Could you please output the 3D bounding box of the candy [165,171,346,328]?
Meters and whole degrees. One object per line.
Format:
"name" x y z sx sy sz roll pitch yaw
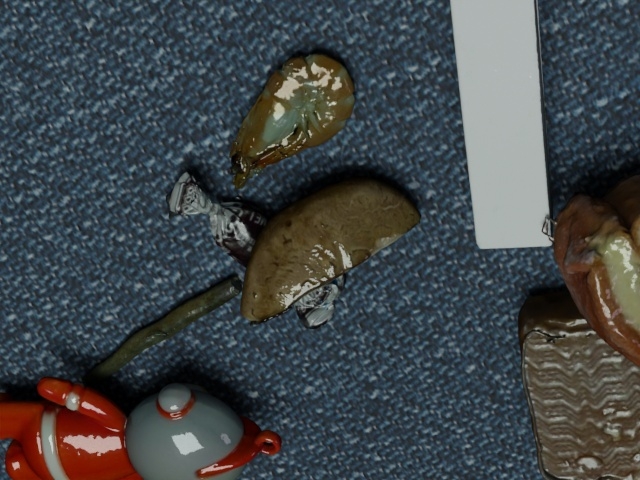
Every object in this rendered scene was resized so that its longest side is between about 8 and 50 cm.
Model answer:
"candy" -0.069 0.009 1.919 0.226 0.051 0.094 41 122 -18

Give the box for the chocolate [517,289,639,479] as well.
"chocolate" 0.290 0.152 1.932 0.148 0.093 0.214 -5 121 13

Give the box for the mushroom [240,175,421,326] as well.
"mushroom" -0.001 0.000 1.855 0.209 0.072 0.094 -28 90 -2

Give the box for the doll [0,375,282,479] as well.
"doll" -0.204 0.219 2.048 0.336 0.105 0.200 -1 131 18

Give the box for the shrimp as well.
"shrimp" -0.037 -0.113 1.838 0.091 0.043 0.184 36 120 -19

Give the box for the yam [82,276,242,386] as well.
"yam" -0.178 0.102 2.008 0.234 0.029 0.027 -33 124 26

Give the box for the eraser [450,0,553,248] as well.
"eraser" 0.176 -0.136 1.770 0.078 0.076 0.298 -3 123 10

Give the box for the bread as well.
"bread" 0.338 0.032 1.777 0.244 0.123 0.190 18 97 -17
